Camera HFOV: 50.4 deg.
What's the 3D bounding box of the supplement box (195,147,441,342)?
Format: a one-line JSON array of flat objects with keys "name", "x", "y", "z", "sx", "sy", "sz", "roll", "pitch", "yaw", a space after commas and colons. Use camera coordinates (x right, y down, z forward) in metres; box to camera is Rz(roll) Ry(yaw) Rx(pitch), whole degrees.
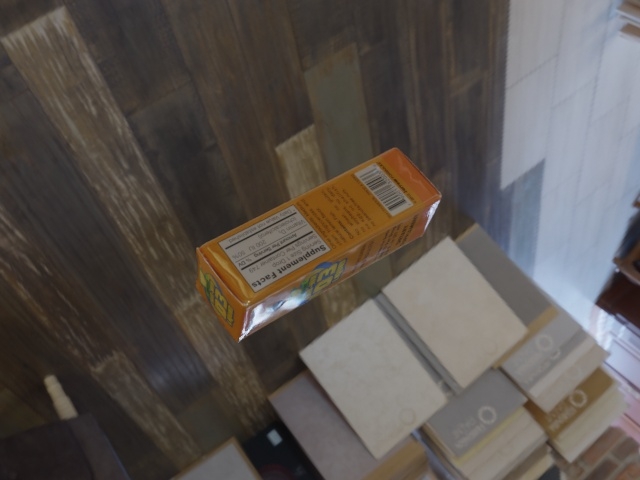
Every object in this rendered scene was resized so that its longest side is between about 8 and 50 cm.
[{"name": "supplement box", "x": 0.000, "y": 0.000, "z": 0.641, "sx": 0.233, "sy": 0.080, "sz": 0.078, "roll": -27, "pitch": 156, "yaw": -25}]
